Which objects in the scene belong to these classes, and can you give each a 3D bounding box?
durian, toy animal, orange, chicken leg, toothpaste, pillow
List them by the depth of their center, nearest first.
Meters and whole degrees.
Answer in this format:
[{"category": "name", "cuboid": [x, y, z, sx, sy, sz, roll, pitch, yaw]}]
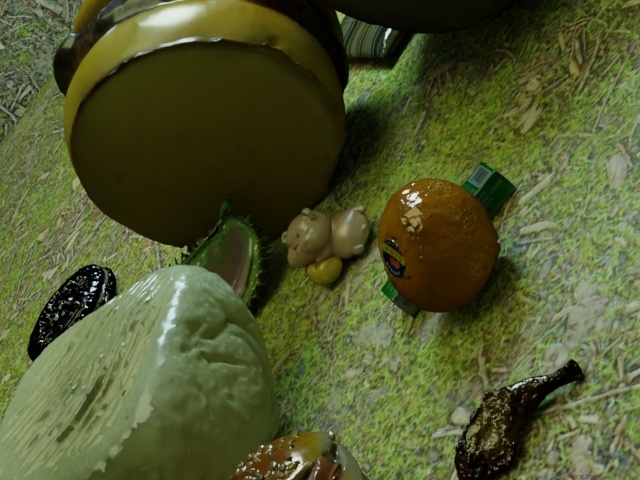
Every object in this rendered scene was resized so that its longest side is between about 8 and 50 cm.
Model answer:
[{"category": "chicken leg", "cuboid": [0.168, 0.155, 1.342, 0.145, 0.037, 0.062, -53, 45, 0]}, {"category": "orange", "cuboid": [0.119, 0.003, 1.540, 0.117, 0.136, 0.135, -20, 4, -32]}, {"category": "toothpaste", "cuboid": [0.135, -0.002, 1.631, 0.178, 0.037, 0.043, -52, 26, 2]}, {"category": "toy animal", "cuboid": [0.000, 0.000, 1.826, 0.114, 0.082, 0.091, -30, 33, 42]}, {"category": "durian", "cuboid": [-0.135, 0.055, 1.993, 0.221, 0.137, 0.095, -50, -12, 19]}, {"category": "pillow", "cuboid": [0.074, -0.302, 2.179, 0.113, 0.038, 0.203, -57, 24, -10]}]

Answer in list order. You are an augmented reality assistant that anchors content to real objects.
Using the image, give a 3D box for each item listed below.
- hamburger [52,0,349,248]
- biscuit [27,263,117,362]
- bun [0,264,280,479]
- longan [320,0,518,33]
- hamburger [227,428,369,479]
[{"category": "hamburger", "cuboid": [-0.154, -0.199, 2.027, 0.395, 0.395, 0.277, -39, 35, 31]}, {"category": "biscuit", "cuboid": [-0.397, 0.119, 2.453, 0.194, 0.053, 0.194, -41, 26, 26]}, {"category": "bun", "cuboid": [-0.182, 0.209, 1.677, 0.352, 0.227, 0.349, 4, 54, 57]}, {"category": "longan", "cuboid": [0.110, -0.459, 1.877, 0.404, 0.404, 0.436, -44, 22, 21]}, {"category": "hamburger", "cuboid": [-0.037, 0.277, 1.415, 0.237, 0.147, 0.237, -44, 21, 22]}]
